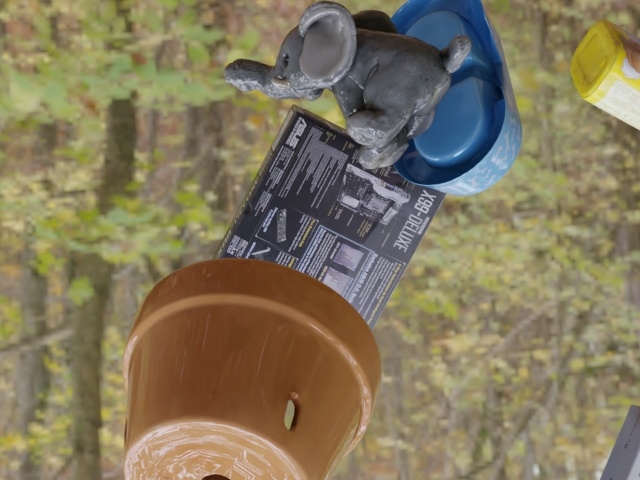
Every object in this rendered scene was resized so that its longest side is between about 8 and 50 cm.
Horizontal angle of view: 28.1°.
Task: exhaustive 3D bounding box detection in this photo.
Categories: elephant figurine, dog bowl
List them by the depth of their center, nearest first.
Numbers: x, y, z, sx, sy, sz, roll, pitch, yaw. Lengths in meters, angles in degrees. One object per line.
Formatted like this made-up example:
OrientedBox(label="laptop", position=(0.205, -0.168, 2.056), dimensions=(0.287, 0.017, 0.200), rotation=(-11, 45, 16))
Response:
OrientedBox(label="elephant figurine", position=(0.024, -0.211, 1.509), dimensions=(0.186, 0.239, 0.169), rotation=(-42, 164, -15))
OrientedBox(label="dog bowl", position=(0.164, -0.184, 1.609), dimensions=(0.166, 0.297, 0.074), rotation=(-27, 142, 27))

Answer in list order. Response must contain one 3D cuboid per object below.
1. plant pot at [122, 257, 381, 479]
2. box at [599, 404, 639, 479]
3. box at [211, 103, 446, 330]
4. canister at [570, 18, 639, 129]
OrientedBox(label="plant pot", position=(-0.088, 0.193, 1.381), dimensions=(0.291, 0.290, 0.203), rotation=(-7, -144, 16))
OrientedBox(label="box", position=(0.337, 0.254, 1.189), dimensions=(0.186, 0.145, 0.038), rotation=(28, 172, -24))
OrientedBox(label="box", position=(0.000, 0.000, 1.790), dimensions=(0.242, 0.307, 0.076), rotation=(26, -172, -10))
OrientedBox(label="canister", position=(0.339, -0.143, 1.266), dimensions=(0.170, 0.073, 0.126), rotation=(26, -155, -12))
